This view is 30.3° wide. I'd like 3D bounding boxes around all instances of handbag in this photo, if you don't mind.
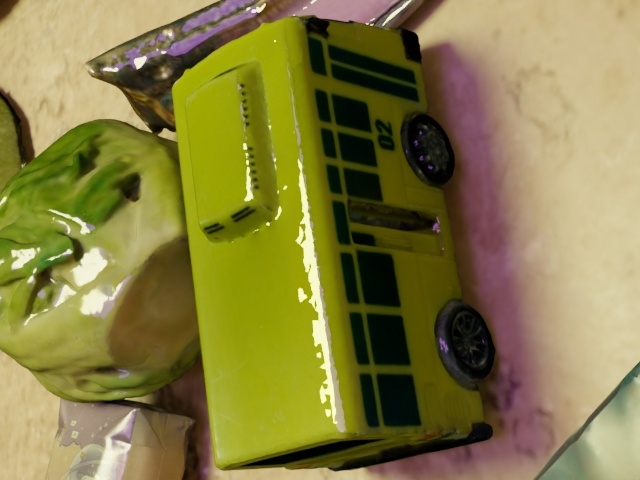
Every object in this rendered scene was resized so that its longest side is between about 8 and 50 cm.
[{"bbox_3d":[-0.157,0.203,0.868,0.117,0.095,0.173,0,75,50],"label":"handbag"}]

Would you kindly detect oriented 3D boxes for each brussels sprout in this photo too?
[{"bbox_3d":[-0.151,0.012,0.851,0.223,0.161,0.223,-14,54,19],"label":"brussels sprout"}]

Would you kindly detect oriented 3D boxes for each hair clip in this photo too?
[{"bbox_3d":[-0.019,-0.170,0.821,0.359,0.095,0.110,-25,31,30],"label":"hair clip"}]

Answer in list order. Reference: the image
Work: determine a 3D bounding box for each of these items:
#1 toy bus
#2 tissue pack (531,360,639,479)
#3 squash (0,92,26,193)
[{"bbox_3d":[0.000,0.000,0.704,0.128,0.150,0.262,-23,69,41],"label":"toy bus"},{"bbox_3d":[0.270,0.186,0.333,0.253,0.264,0.416,-57,48,27],"label":"tissue pack"},{"bbox_3d":[-0.367,-0.046,1.091,0.220,0.133,0.220,-6,81,38],"label":"squash"}]
